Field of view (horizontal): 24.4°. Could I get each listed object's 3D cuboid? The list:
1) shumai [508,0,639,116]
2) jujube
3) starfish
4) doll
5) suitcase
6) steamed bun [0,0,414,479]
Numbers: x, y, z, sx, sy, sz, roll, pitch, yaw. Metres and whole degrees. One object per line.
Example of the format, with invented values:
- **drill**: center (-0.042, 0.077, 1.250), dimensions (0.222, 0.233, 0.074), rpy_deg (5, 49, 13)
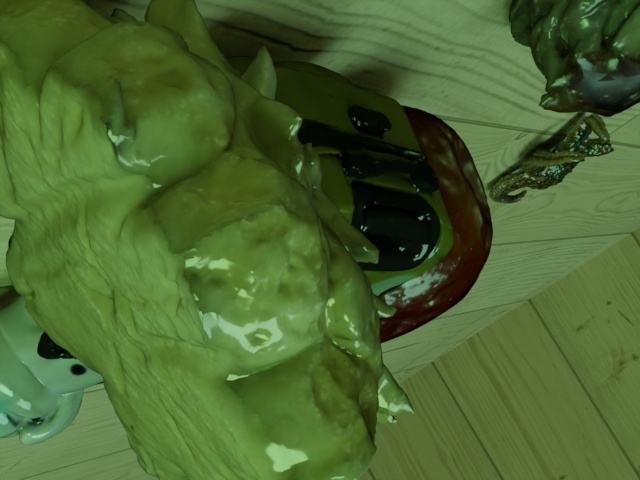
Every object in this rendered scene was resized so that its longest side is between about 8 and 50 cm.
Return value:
- **shumai**: center (0.238, -0.168, 1.104), dimensions (0.201, 0.120, 0.201), rpy_deg (-26, 166, -7)
- **jujube**: center (0.000, 0.000, 1.109), dimensions (0.255, 0.190, 0.190), rpy_deg (-16, 170, 8)
- **starfish**: center (0.262, -0.091, 1.689), dimensions (0.150, 0.053, 0.209), rpy_deg (-17, 172, -2)
- **doll**: center (-0.203, 0.082, 1.081), dimensions (0.180, 0.107, 0.110), rpy_deg (-31, 161, -1)
- **suitcase**: center (-0.052, -0.017, 0.931), dimensions (0.235, 0.143, 0.194), rpy_deg (-28, 162, 25)
- **steamed bun**: center (-0.052, 0.011, 0.717), dimensions (0.137, 0.295, 0.292), rpy_deg (-32, 136, -26)
